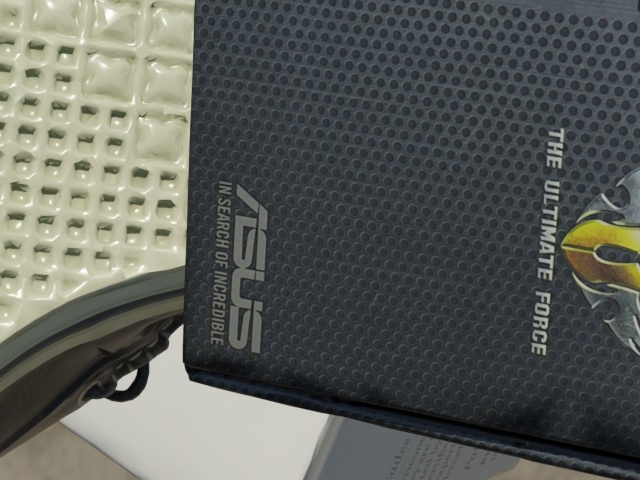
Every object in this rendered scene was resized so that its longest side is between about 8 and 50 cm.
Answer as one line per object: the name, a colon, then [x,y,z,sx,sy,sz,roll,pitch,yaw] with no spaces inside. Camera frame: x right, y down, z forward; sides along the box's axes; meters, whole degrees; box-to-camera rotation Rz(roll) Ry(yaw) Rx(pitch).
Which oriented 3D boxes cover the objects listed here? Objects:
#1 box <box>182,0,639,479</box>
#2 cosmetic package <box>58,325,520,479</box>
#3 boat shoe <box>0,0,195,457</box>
box: [0.066,-0.068,0.414,0.183,0.232,0.059,11,18,22]
cosmetic package: [0.000,0.000,1.564,0.329,0.327,0.394,31,21,26]
boat shoe: [-0.139,-0.005,0.905,0.500,0.156,0.187,-36,87,-19]
